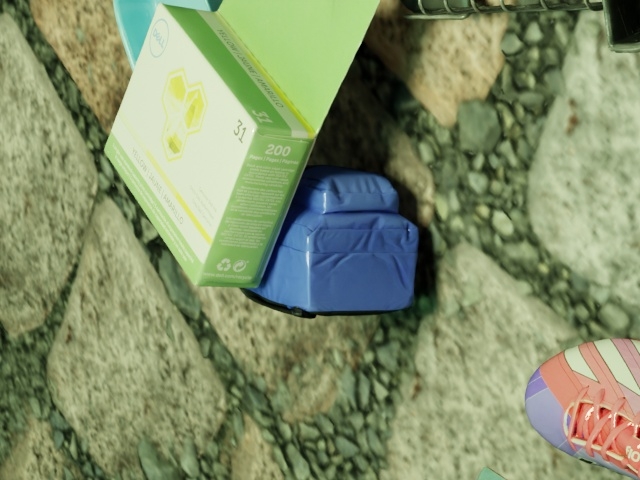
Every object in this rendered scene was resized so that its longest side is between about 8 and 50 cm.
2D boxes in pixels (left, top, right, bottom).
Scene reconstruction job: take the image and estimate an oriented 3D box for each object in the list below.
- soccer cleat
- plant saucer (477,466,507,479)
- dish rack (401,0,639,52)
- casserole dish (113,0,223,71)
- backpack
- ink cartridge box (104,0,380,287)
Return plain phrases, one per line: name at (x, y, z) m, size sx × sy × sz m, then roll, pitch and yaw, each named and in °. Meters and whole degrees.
soccer cleat at (0.198, 0.113, 1.136) m, size 0.248 × 0.095 × 0.083 m, roll 13°, pitch 116°, yaw 47°
plant saucer at (0.166, 0.218, 1.286) m, size 0.192 × 0.018 × 0.067 m, roll 29°, pitch 127°, yaw 39°
dish rack at (0.100, -0.214, 1.125) m, size 0.271 × 0.074 × 0.208 m, roll 6°, pitch 110°, yaw 49°
casserole dish at (-0.087, -0.123, 1.423) m, size 0.114 × 0.037 × 0.188 m, roll -18°, pitch 91°, yaw 52°
backpack at (0.000, 0.000, 1.329) m, size 0.120 × 0.098 × 0.101 m, roll 8°, pitch 92°, yaw 58°
ink cartridge box at (-0.053, -0.111, 1.289) m, size 0.171 × 0.056 × 0.235 m, roll 53°, pitch 129°, yaw 46°
